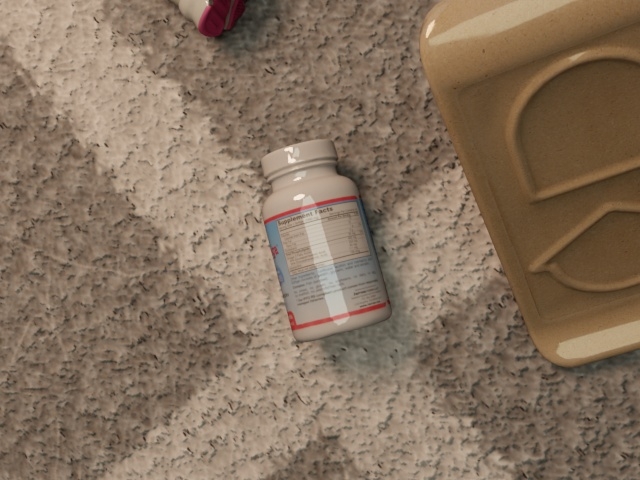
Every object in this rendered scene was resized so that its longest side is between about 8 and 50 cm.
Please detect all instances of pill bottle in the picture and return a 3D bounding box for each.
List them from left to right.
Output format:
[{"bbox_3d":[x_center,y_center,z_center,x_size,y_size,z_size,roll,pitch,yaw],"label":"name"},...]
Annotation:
[{"bbox_3d":[0.000,0.000,0.730,0.087,0.087,0.160,-16,85,8],"label":"pill bottle"}]

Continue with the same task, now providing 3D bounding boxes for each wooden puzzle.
[{"bbox_3d":[0.269,-0.078,0.615,0.322,0.081,0.348,-19,128,13],"label":"wooden puzzle"}]

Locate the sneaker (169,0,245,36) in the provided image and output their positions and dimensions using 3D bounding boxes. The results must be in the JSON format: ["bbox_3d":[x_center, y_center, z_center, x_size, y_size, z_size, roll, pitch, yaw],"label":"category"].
[{"bbox_3d":[-0.085,-0.314,0.747,0.111,0.103,0.252,28,92,7],"label":"sneaker"}]
